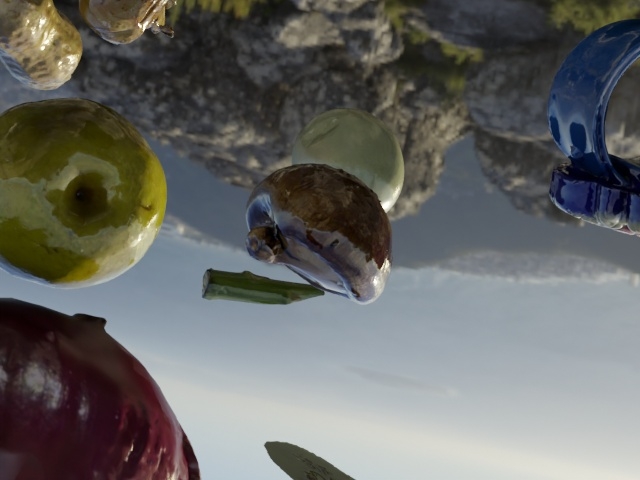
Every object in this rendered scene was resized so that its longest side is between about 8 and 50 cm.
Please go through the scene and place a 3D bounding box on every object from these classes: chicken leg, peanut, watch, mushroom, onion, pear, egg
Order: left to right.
[{"bbox_3d":[-0.239,0.216,0.618,0.348,0.347,0.385,17,-158,-25],"label":"onion"},{"bbox_3d":[-0.344,-0.249,1.153,0.108,0.095,0.226,22,167,5],"label":"peanut"},{"bbox_3d":[-0.192,-0.036,0.725,0.149,0.148,0.162,18,180,-27],"label":"pear"},{"bbox_3d":[-0.173,-0.284,1.062,0.208,0.085,0.101,-25,146,24],"label":"chicken leg"},{"bbox_3d":[0.006,-0.014,1.181,0.194,0.138,0.231,25,175,-27],"label":"mushroom"},{"bbox_3d":[0.053,-0.147,1.882,0.219,0.219,0.269,21,-155,-40],"label":"egg"},{"bbox_3d":[0.320,-0.104,0.913,0.196,0.200,0.171,4,-165,-26],"label":"watch"}]

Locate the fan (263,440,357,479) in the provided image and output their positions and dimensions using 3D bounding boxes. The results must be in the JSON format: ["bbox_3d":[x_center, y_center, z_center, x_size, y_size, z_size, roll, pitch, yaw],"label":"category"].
[{"bbox_3d":[0.036,0.386,1.371,0.233,0.012,0.415,29,-178,-20],"label":"fan"}]

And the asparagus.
[{"bbox_3d":[-0.080,0.070,1.349,0.179,0.045,0.041,9,146,-23],"label":"asparagus"}]
